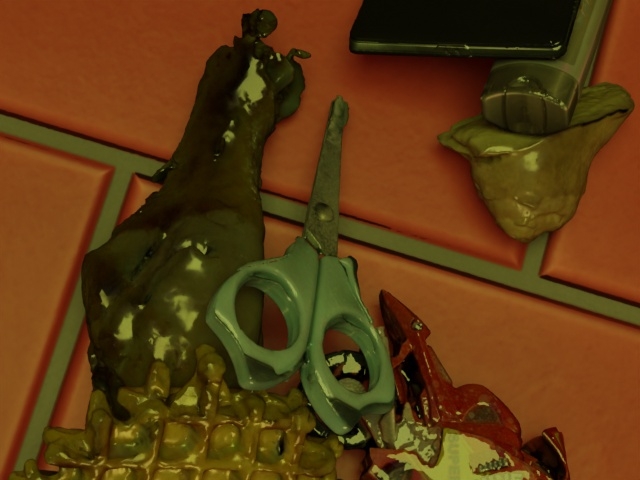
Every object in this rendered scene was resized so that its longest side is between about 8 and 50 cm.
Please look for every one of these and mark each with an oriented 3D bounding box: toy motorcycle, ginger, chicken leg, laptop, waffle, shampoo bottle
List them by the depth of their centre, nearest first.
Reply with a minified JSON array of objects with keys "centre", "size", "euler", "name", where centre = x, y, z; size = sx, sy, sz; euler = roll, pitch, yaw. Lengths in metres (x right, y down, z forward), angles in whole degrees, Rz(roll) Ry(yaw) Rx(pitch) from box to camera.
[{"centre":[-0.095,0.231,1.257],"size":[0.260,0.069,0.293],"euler":[-32,119,-6],"name":"waffle"},{"centre":[0.118,0.192,1.344],"size":[0.298,0.089,0.171],"euler":[44,77,6],"name":"toy motorcycle"},{"centre":[-0.100,-0.011,1.357],"size":[0.201,0.153,0.429],"euler":[20,69,-14],"name":"chicken leg"},{"centre":[0.140,-0.226,1.401],"size":[0.207,0.026,0.154],"euler":[4,47,21],"name":"laptop"},{"centre":[0.218,-0.193,1.404],"size":[0.086,0.056,0.227],"euler":[8,48,21],"name":"shampoo bottle"},{"centre":[0.228,-0.079,1.419],"size":[0.193,0.115,0.122],"euler":[-23,102,-16],"name":"ginger"}]

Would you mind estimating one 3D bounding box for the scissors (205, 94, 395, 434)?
[{"centre":[0.001,-0.001,1.320],"size":[0.191,0.029,0.360],"euler":[29,48,-24],"name":"scissors"}]
